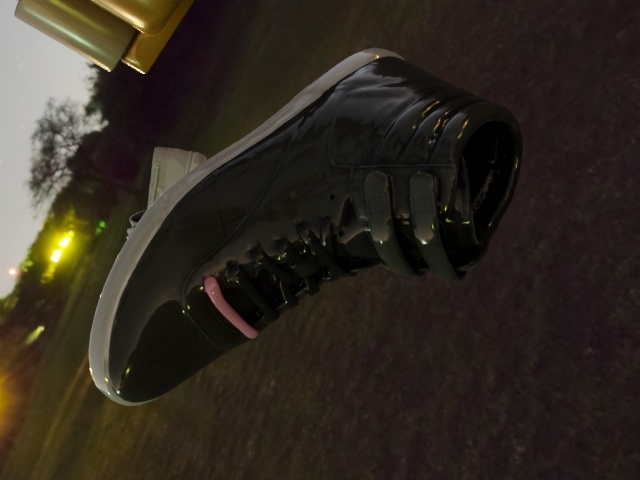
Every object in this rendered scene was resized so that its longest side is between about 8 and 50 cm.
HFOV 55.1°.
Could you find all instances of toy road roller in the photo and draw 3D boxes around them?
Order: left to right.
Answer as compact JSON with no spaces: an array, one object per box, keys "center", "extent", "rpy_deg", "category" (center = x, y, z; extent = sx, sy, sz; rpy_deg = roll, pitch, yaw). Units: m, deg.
[{"center":[-0.231,-0.306,0.667],"extent":[0.329,0.203,0.240],"rpy_deg":[-41,34,36],"category":"toy road roller"}]

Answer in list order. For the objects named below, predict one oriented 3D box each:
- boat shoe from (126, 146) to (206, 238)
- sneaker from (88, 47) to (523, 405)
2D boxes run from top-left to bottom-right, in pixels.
[{"center":[-0.171,-0.014,0.652],"extent":[0.066,0.063,0.184],"rpy_deg":[-93,22,-56],"category":"boat shoe"},{"center":[0.000,0.000,0.358],"extent":[0.296,0.104,0.147],"rpy_deg":[-46,44,-15],"category":"sneaker"}]
